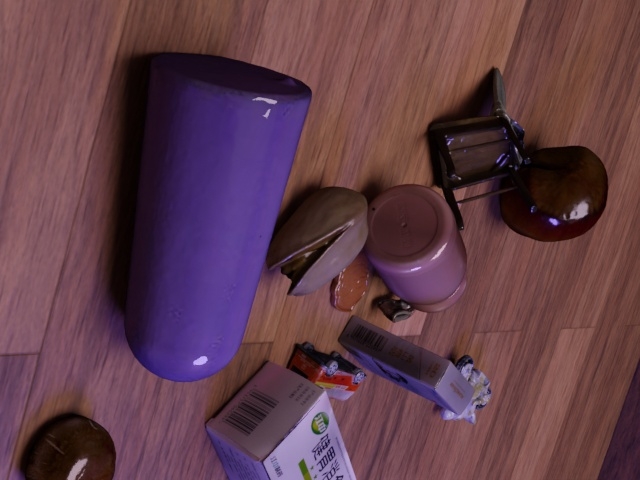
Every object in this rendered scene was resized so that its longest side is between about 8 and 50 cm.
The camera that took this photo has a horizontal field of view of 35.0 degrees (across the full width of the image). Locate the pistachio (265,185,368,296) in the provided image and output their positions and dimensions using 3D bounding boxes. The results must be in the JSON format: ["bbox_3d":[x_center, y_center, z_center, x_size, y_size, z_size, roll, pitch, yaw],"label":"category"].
[{"bbox_3d":[0.000,0.000,1.671,0.129,0.131,0.206,46,65,-7],"label":"pistachio"}]

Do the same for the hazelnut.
[{"bbox_3d":[0.518,-0.095,2.224,0.251,0.217,0.217,-34,134,-24],"label":"hazelnut"}]

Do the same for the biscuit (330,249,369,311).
[{"bbox_3d":[0.058,0.073,1.878,0.102,0.019,0.130,-11,117,-49],"label":"biscuit"}]

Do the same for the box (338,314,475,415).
[{"bbox_3d":[0.163,0.237,1.918,0.067,0.233,0.149,-59,144,-11],"label":"box"}]

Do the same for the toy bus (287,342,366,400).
[{"bbox_3d":[0.012,0.247,1.868,0.077,0.079,0.174,-59,146,3],"label":"toy bus"}]

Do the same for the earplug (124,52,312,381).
[{"bbox_3d":[-0.163,-0.017,1.397,0.215,0.215,0.456,-10,120,-50],"label":"earplug"}]

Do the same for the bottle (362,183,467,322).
[{"bbox_3d":[0.172,0.040,1.888,0.206,0.173,0.297,-43,153,-3],"label":"bottle"}]

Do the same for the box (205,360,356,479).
[{"bbox_3d":[-0.057,0.395,1.795,0.173,0.145,0.333,-43,138,-28],"label":"box"}]

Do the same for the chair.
[{"bbox_3d":[0.306,-0.185,1.976,0.186,0.319,0.160,-13,130,4],"label":"chair"}]

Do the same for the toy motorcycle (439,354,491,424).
[{"bbox_3d":[0.332,0.360,2.349,0.151,0.074,0.229,-53,144,-15],"label":"toy motorcycle"}]

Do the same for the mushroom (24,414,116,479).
[{"bbox_3d":[-0.348,0.333,1.437,0.135,0.080,0.171,-25,124,-31],"label":"mushroom"}]
